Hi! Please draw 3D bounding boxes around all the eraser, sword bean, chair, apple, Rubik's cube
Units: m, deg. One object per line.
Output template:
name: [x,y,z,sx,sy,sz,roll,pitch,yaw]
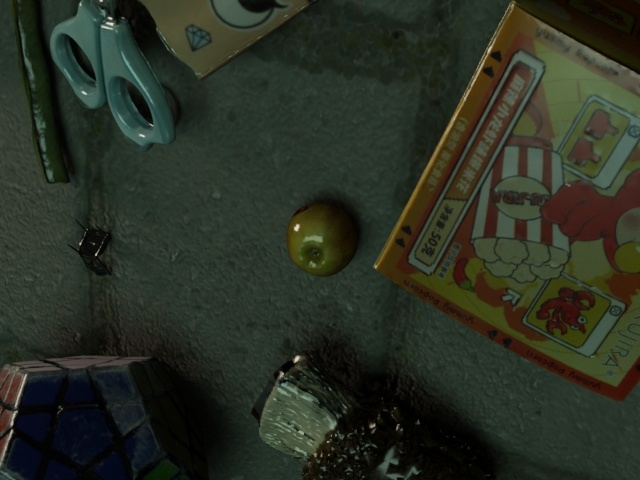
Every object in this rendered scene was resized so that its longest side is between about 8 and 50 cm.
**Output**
eraser: [-0.055,-0.297,0.986,0.290,0.087,0.171,-28,105,32]
sword bean: [-0.325,-0.191,1.187,0.043,0.038,0.269,10,119,24]
chair: [-0.280,0.008,1.279,0.037,0.042,0.086,15,157,16]
apple: [0.000,0.000,1.131,0.084,0.071,0.084,11,122,18]
Rubik's cube: [-0.294,0.281,1.289,0.319,0.319,0.264,30,150,5]

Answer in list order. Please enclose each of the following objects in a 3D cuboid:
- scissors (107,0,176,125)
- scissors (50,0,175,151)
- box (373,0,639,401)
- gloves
scissors: [-0.214,-0.199,1.144,0.085,0.022,0.176,1,119,30]
scissors: [-0.215,-0.244,1.040,0.191,0.029,0.360,37,145,22]
box: [0.236,-0.059,0.919,0.260,0.214,0.283,28,123,5]
gloves: [0.062,0.264,1.210,0.312,0.135,0.210,28,119,4]
